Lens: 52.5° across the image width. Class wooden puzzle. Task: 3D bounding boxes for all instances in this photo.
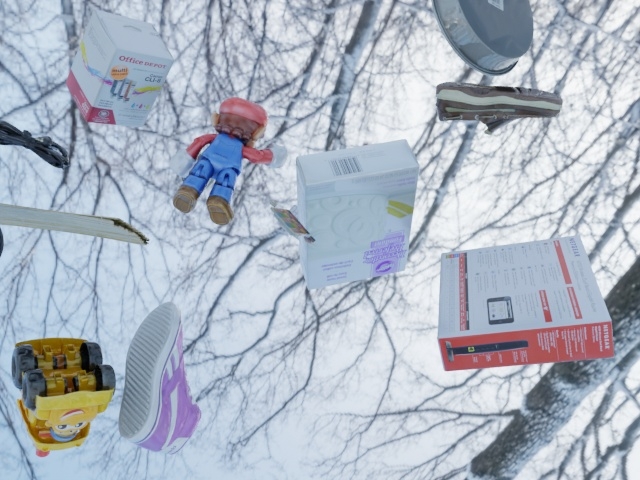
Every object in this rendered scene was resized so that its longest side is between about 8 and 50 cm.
[{"bbox_3d":[-0.042,-0.025,0.893,0.083,0.006,0.049,49,-161,19],"label":"wooden puzzle"}]

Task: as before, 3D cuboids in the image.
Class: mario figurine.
[{"bbox_3d":[-0.203,-0.175,1.448,0.198,0.170,0.320,41,-126,-29],"label":"mario figurine"}]

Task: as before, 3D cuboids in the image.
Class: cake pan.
[{"bbox_3d":[0.360,-0.503,1.404,0.293,0.054,0.293,10,-107,-33],"label":"cake pan"}]

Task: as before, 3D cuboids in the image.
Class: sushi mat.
[{"bbox_3d":[-0.463,-0.034,1.113,0.317,0.151,0.019,8,-104,10],"label":"sushi mat"}]

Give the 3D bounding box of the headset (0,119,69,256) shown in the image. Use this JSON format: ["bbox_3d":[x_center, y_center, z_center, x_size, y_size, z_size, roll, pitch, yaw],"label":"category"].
[{"bbox_3d":[-0.521,0.010,0.950,0.185,0.243,0.394,24,-102,-33],"label":"headset"}]

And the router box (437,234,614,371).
[{"bbox_3d":[0.393,0.117,1.299,0.301,0.082,0.335,-8,-155,16],"label":"router box"}]

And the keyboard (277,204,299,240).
[{"bbox_3d":[0.000,0.000,1.710,0.256,0.014,0.072,38,-94,22],"label":"keyboard"}]

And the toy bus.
[{"bbox_3d":[-0.472,0.302,1.166,0.150,0.211,0.220,4,-167,-35],"label":"toy bus"}]

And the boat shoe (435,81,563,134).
[{"bbox_3d":[0.358,-0.263,1.320,0.258,0.095,0.095,16,-152,33],"label":"boat shoe"}]

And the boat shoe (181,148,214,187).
[{"bbox_3d":[-0.272,-0.220,1.705,0.228,0.081,0.068,-38,-125,2],"label":"boat shoe"}]

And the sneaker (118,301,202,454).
[{"bbox_3d":[-0.291,0.269,1.250,0.161,0.102,0.282,44,-139,-44],"label":"sneaker"}]

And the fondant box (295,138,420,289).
[{"bbox_3d":[0.075,-0.049,1.406,0.238,0.330,0.096,-11,-131,-9],"label":"fondant box"}]

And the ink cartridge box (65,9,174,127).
[{"bbox_3d":[-0.394,-0.333,1.272,0.128,0.176,0.127,-3,-131,-45],"label":"ink cartridge box"}]
